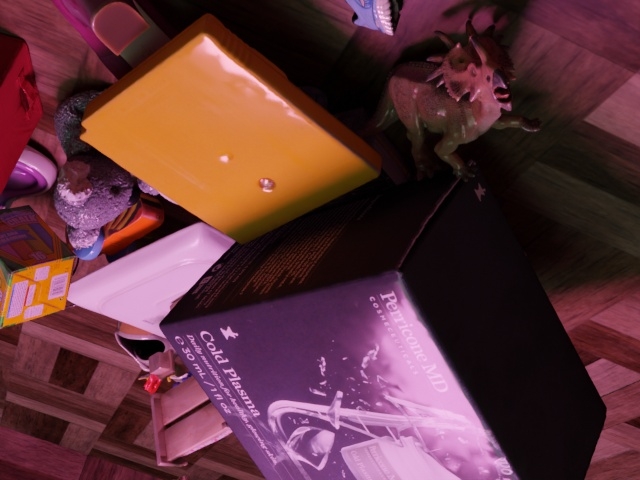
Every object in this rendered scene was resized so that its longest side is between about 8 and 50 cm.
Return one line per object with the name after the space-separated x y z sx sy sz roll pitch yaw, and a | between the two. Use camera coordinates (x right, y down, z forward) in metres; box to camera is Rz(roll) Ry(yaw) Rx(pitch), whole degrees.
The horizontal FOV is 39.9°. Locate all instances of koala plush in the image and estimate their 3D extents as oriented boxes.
-0.348 -0.107 1.379 0.203 0.221 0.196 16 149 -2 | koala plush

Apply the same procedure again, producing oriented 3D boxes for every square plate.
-0.253 0.101 1.678 0.343 0.049 0.347 -24 149 23 | square plate

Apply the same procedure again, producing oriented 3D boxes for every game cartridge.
-0.125 -0.133 1.194 0.285 0.053 0.323 -25 133 36 | game cartridge

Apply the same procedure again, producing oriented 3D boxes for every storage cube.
-0.561 -0.200 1.349 0.214 0.193 0.184 15 149 1 | storage cube

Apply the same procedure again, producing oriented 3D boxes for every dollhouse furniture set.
-0.146 0.264 1.588 0.173 0.356 0.303 18 140 -43 | dollhouse furniture set

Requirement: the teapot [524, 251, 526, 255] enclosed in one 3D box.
0.232 0.133 1.559 0.255 0.187 0.253 8 126 33 | teapot

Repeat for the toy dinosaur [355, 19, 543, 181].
0.154 -0.190 1.141 0.295 0.127 0.200 8 142 42 | toy dinosaur

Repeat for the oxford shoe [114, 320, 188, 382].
-0.372 0.265 2.082 0.169 0.130 0.449 4 149 13 | oxford shoe

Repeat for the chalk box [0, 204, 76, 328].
-0.557 0.029 1.569 0.213 0.132 0.132 39 125 27 | chalk box

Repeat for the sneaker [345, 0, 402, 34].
0.048 -0.307 1.044 0.073 0.063 0.162 7 148 19 | sneaker

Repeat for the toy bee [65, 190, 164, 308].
-0.423 -0.025 1.633 0.298 0.162 0.195 -27 151 8 | toy bee

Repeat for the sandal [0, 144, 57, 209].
-0.654 -0.086 1.659 0.169 0.102 0.416 36 143 -31 | sandal

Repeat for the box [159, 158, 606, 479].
0.100 0.195 1.348 0.471 0.297 0.480 -17 113 39 | box

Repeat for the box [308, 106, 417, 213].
0.012 -0.108 1.383 0.231 0.056 0.183 -10 140 35 | box

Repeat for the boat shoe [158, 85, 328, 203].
-0.116 -0.138 1.316 0.319 0.099 0.116 -21 131 33 | boat shoe

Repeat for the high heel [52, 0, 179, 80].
-0.254 -0.278 1.233 0.181 0.127 0.377 52 175 25 | high heel

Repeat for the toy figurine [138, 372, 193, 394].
-0.216 0.264 1.966 0.191 0.217 0.362 31 -176 20 | toy figurine
